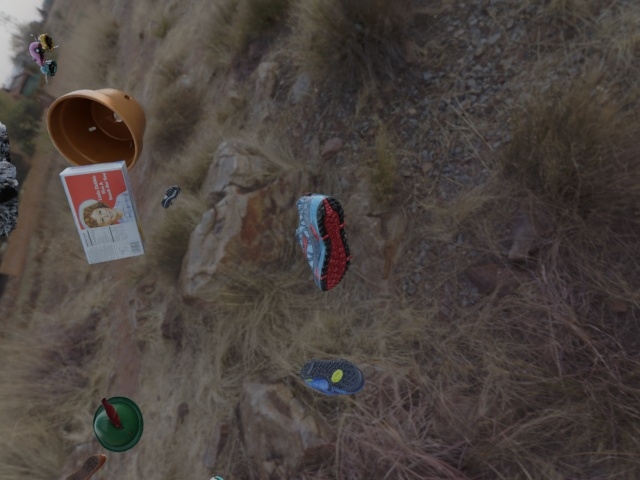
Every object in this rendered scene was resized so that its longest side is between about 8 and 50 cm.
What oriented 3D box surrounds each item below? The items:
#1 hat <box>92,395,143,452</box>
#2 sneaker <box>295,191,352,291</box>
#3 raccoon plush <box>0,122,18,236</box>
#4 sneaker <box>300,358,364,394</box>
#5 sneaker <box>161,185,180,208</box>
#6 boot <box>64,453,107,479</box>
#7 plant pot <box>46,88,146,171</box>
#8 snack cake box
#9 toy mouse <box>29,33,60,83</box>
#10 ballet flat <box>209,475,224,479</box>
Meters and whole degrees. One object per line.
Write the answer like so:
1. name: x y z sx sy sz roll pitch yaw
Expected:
1. hat: -0.682 0.595 1.284 0.173 0.183 0.209 -18 84 -1
2. sneaker: 0.000 0.000 0.999 0.125 0.104 0.262 27 131 43
3. raccoon plush: -1.017 -0.157 1.096 0.446 0.299 0.216 51 126 33
4. sneaker: 0.041 0.326 0.950 0.209 0.082 0.069 -15 35 52
5. sneaker: -0.510 -0.156 1.403 0.109 0.040 0.044 -38 10 36
6. boot: -0.819 0.813 1.418 0.158 0.059 0.085 -42 -12 -15
7. plant pot: -0.744 -0.397 1.416 0.291 0.291 0.203 -40 27 30
8. snack cake box: -0.605 -0.079 1.154 0.089 0.152 0.264 -132 35 -61
9. toy mouse: -0.808 -0.529 1.185 0.161 0.031 0.143 -167 78 -79
10. ballet flat: -0.219 0.599 0.867 0.091 0.077 0.241 21 128 26
